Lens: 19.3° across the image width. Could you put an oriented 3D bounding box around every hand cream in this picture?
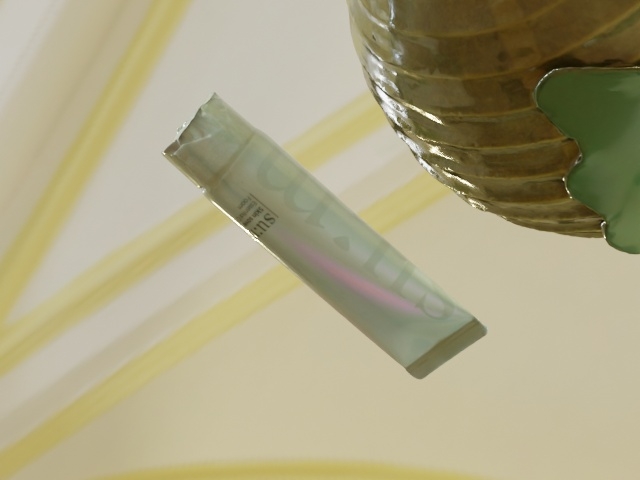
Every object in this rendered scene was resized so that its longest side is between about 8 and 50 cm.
[{"bbox_3d":[0.000,0.000,1.067,0.205,0.050,0.078,41,-41,-6],"label":"hand cream"}]

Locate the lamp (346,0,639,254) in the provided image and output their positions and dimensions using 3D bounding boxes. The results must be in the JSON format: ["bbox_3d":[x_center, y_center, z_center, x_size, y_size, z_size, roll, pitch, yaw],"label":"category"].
[{"bbox_3d":[0.116,-0.137,0.840,0.250,0.250,0.284,-16,-43,38],"label":"lamp"}]
